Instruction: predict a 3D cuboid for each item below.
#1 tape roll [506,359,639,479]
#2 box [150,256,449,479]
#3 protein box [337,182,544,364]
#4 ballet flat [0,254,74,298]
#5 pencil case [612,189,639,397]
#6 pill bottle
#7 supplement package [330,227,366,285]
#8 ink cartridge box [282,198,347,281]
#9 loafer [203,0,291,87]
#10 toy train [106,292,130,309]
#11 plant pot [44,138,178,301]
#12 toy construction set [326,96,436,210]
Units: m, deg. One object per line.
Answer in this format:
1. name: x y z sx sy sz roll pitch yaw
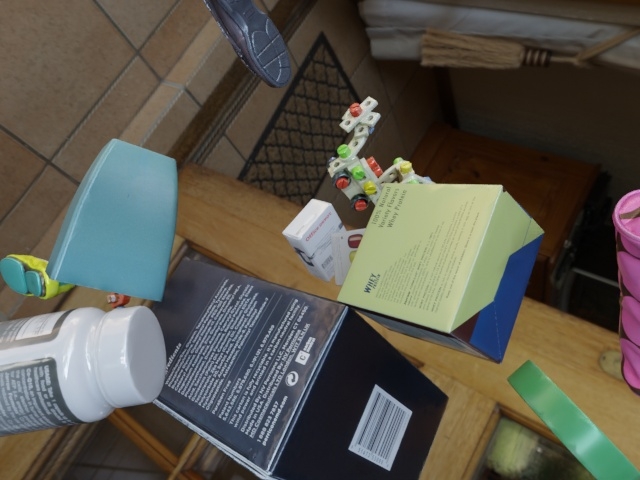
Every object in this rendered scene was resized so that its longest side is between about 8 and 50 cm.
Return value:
1. tape roll: 0.571 0.421 1.179 0.077 0.321 0.321 -44 149 6
2. box: -0.066 0.304 1.067 0.480 0.471 0.298 46 64 -43
3. protein box: 0.167 0.038 0.728 0.136 0.201 0.200 33 75 -38
4. ballet flat: -0.541 0.068 0.992 0.077 0.230 0.077 -14 105 -46
5. pencil case: 0.324 0.057 0.476 0.098 0.095 0.210 -52 128 -49
6. pill bottle: -0.380 0.184 0.731 0.161 0.282 0.162 -10 90 -87
7. supplement package: 0.136 0.036 1.225 0.133 0.244 0.139 -7 89 -22
8. ink cartridge box: 0.000 0.000 1.785 0.172 0.100 0.237 -50 133 -19
9. loafer: -0.177 -0.497 1.220 0.109 0.095 0.303 -49 120 -29
10. toy train: -0.420 0.063 1.072 0.046 0.125 0.167 5 72 -49
11. plant pot: -0.333 -0.036 0.860 0.165 0.165 0.235 18 82 -30
12. toy construction set: 0.140 -0.188 1.311 0.214 0.151 0.328 -31 123 13
